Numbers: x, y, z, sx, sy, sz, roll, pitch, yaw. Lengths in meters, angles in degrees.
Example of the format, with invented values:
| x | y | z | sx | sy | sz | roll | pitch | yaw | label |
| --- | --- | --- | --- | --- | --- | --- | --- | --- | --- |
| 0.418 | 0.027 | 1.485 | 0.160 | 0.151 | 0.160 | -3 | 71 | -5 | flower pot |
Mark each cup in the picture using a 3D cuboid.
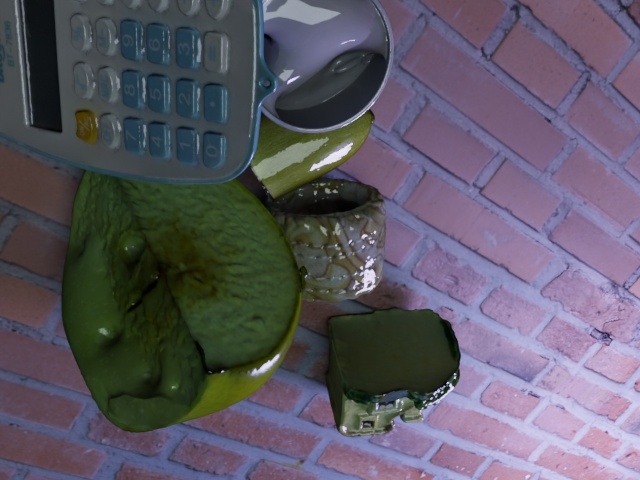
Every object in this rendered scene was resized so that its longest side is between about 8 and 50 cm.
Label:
| x | y | z | sx | sy | sz | roll | pitch | yaw | label |
| --- | --- | --- | --- | --- | --- | --- | --- | --- | --- |
| -0.041 | -0.254 | 0.764 | 0.167 | 0.202 | 0.221 | -36 | 123 | 4 | cup |

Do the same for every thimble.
| x | y | z | sx | sy | sz | roll | pitch | yaw | label |
| --- | --- | --- | --- | --- | --- | --- | --- | --- | --- |
| 0.000 | 0.000 | 0.968 | 0.190 | 0.137 | 0.144 | -3 | 123 | 0 | thimble |

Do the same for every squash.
| x | y | z | sx | sy | sz | roll | pitch | yaw | label |
| --- | --- | --- | --- | --- | --- | --- | --- | --- | --- |
| -0.014 | -0.136 | 0.894 | 0.186 | 0.123 | 0.123 | -25 | 124 | -3 | squash |

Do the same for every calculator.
| x | y | z | sx | sy | sz | roll | pitch | yaw | label |
| --- | --- | --- | --- | --- | --- | --- | --- | --- | --- |
| -0.218 | -0.193 | 0.708 | 0.386 | 0.054 | 0.256 | 14 | 115 | 20 | calculator |

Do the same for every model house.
| x | y | z | sx | sy | sz | roll | pitch | yaw | label |
| --- | --- | --- | --- | --- | --- | --- | --- | --- | --- |
| 0.121 | 0.245 | 1.124 | 0.214 | 0.195 | 0.189 | -4 | 128 | -13 | model house |

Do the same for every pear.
| x | y | z | sx | sy | sz | roll | pitch | yaw | label |
| --- | --- | --- | --- | --- | --- | --- | --- | --- | --- |
| -0.194 | 0.089 | 0.873 | 0.238 | 0.343 | 0.318 | -5 | 146 | -45 | pear |
